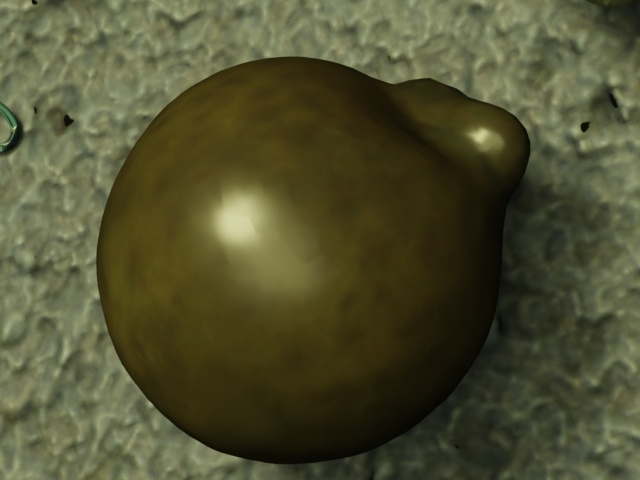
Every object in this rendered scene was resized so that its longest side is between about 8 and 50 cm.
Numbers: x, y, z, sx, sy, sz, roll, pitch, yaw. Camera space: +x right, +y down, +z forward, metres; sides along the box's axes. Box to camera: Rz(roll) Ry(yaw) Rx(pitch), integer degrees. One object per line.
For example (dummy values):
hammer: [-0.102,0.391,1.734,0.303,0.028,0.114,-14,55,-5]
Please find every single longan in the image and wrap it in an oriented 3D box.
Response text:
longan: [0.000,0.000,0.688,0.204,0.159,0.184,-30,68,5]

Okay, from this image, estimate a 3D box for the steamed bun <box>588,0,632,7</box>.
steamed bun: [0.124,-0.267,0.630,0.273,0.272,0.290,-47,69,7]

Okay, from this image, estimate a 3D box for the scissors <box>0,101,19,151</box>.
scissors: [-0.217,-0.074,0.811,0.119,0.014,0.058,37,95,-13]
